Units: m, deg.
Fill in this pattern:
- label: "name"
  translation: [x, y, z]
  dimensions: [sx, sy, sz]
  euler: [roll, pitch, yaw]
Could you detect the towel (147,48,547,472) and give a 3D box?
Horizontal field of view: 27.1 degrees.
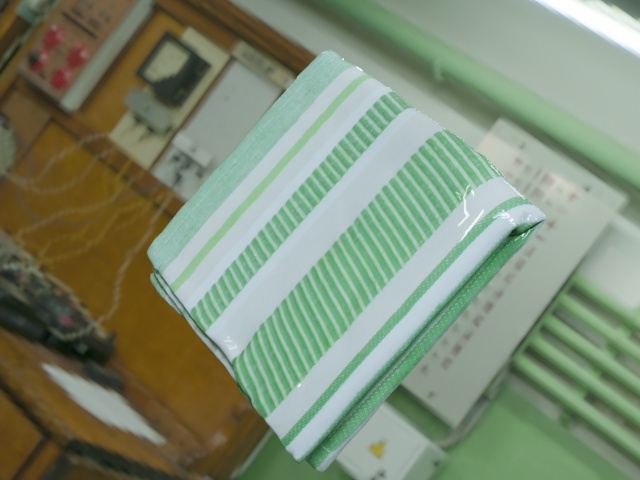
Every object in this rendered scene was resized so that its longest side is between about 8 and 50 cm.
- label: "towel"
  translation: [0.000, 0.000, 0.995]
  dimensions: [0.038, 0.248, 0.325]
  euler: [40, 2, -36]
